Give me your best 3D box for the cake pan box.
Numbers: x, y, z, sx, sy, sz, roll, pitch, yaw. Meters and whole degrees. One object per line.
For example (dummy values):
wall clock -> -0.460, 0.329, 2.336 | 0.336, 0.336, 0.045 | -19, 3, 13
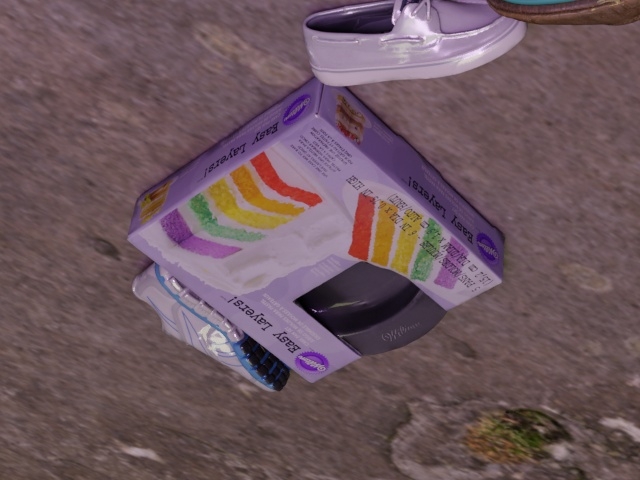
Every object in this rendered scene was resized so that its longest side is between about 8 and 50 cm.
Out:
cake pan box -> 0.000, 0.000, 1.522 | 0.246, 0.070, 0.267 | -28, 125, 32

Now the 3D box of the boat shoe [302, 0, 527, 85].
boat shoe -> 0.073, -0.174, 1.352 | 0.184, 0.066, 0.063 | -3, 135, 24

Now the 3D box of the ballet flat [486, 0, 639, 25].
ballet flat -> 0.292, -0.236, 1.243 | 0.342, 0.116, 0.124 | -28, 143, 25

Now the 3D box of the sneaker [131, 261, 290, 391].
sneaker -> -0.107, 0.082, 1.623 | 0.083, 0.071, 0.191 | -26, 117, 36
